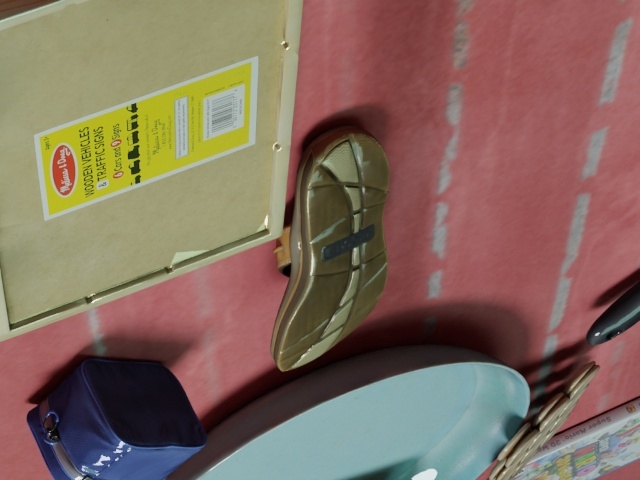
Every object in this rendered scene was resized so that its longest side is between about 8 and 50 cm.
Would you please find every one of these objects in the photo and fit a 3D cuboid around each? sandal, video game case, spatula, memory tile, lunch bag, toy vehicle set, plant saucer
[{"bbox_3d":[0.000,0.000,1.133,0.072,0.049,0.180,-21,138,-26],"label":"sandal"},{"bbox_3d":[0.224,0.185,1.702,0.166,0.015,0.119,-23,153,-12],"label":"video game case"},{"bbox_3d":[0.314,-0.012,1.424,0.296,0.030,0.084,-34,155,10],"label":"spatula"},{"bbox_3d":[0.165,0.152,1.533,0.113,0.012,0.148,-44,167,-22],"label":"memory tile"},{"bbox_3d":[-0.127,0.116,1.183,0.065,0.067,0.098,-43,149,26],"label":"lunch bag"},{"bbox_3d":[-0.093,-0.056,0.948,0.166,0.035,0.267,-20,152,-16],"label":"toy vehicle set"},{"bbox_3d":[0.001,0.165,1.421,0.317,0.043,0.317,-23,153,-13],"label":"plant saucer"}]
